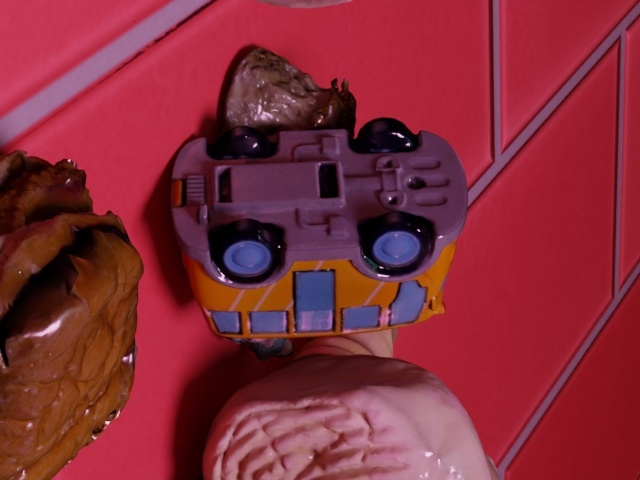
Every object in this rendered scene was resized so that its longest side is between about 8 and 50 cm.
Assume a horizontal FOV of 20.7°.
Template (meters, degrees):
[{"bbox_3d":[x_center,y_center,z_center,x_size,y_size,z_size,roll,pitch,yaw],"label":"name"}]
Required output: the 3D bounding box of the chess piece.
[{"bbox_3d":[0.034,0.089,1.538,0.200,0.090,0.090,-58,150,-58],"label":"chess piece"}]

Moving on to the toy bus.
[{"bbox_3d":[0.000,0.000,1.271,0.126,0.209,0.136,-95,-177,-46],"label":"toy bus"}]

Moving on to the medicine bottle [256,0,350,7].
[{"bbox_3d":[0.041,-0.361,1.164,0.406,0.235,0.236,-56,146,-37],"label":"medicine bottle"}]

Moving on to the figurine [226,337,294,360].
[{"bbox_3d":[-0.048,0.059,1.380,0.060,0.047,0.106,-64,154,-9],"label":"figurine"}]

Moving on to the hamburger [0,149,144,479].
[{"bbox_3d":[-0.173,0.061,1.035,0.183,0.130,0.206,-45,141,-45],"label":"hamburger"}]

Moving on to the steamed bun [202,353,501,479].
[{"bbox_3d":[0.027,0.224,1.357,0.320,0.275,0.206,-48,170,27],"label":"steamed bun"}]

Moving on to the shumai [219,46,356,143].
[{"bbox_3d":[-0.017,-0.085,1.336,0.099,0.087,0.124,-62,152,-33],"label":"shumai"}]
